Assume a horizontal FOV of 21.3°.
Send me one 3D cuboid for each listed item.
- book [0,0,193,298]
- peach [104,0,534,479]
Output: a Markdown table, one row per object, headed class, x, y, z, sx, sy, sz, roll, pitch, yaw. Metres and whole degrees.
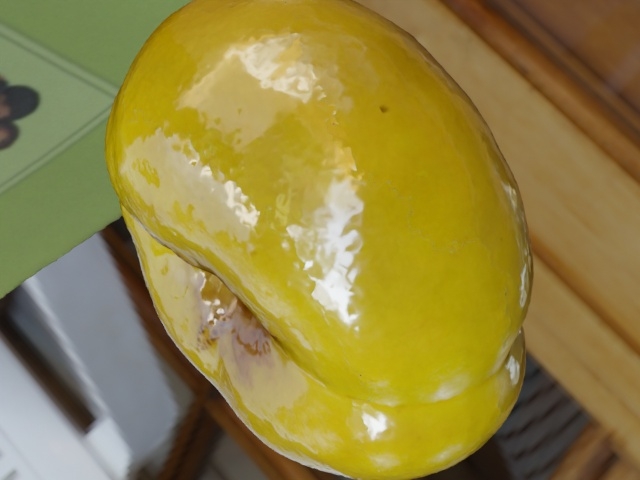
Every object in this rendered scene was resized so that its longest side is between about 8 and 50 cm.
| class | x | y | z | sx | sy | sz | roll | pitch | yaw |
| --- | --- | --- | --- | --- | --- | --- | --- | --- | --- |
| book | -0.195 | -0.077 | 0.681 | 0.239 | 0.035 | 0.352 | -34 | 146 | 21 |
| peach | 0.000 | 0.000 | 0.578 | 0.103 | 0.179 | 0.179 | -33 | 156 | -20 |
